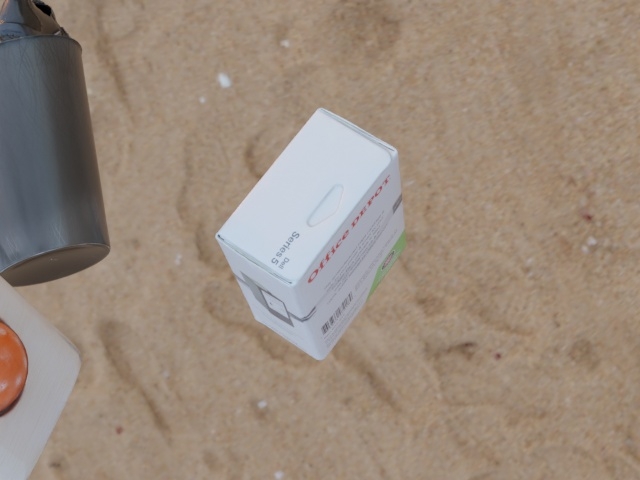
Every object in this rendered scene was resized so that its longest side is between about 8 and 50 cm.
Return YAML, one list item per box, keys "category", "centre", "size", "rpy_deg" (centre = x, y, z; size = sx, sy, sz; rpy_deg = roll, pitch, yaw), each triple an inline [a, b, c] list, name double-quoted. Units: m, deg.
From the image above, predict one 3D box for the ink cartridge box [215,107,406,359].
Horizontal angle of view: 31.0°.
- category: "ink cartridge box"
  centre: [0.000, 0.000, 1.368]
  size: [0.115, 0.198, 0.273]
  rpy_deg: [32, 164, 18]

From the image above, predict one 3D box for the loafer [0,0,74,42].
- category: "loafer"
  centre: [-0.405, -0.310, 1.680]
  size: [0.080, 0.220, 0.078]
  rpy_deg: [6, 89, 3]

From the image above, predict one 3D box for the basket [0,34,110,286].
- category: "basket"
  centre: [-0.321, -0.076, 1.249]
  size: [0.204, 0.154, 0.227]
  rpy_deg: [-22, 77, 19]

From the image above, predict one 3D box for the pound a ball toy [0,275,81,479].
- category: "pound a ball toy"
  centre: [-0.251, 0.067, 0.575]
  size: [0.136, 0.208, 0.319]
  rpy_deg: [-17, 127, 33]
